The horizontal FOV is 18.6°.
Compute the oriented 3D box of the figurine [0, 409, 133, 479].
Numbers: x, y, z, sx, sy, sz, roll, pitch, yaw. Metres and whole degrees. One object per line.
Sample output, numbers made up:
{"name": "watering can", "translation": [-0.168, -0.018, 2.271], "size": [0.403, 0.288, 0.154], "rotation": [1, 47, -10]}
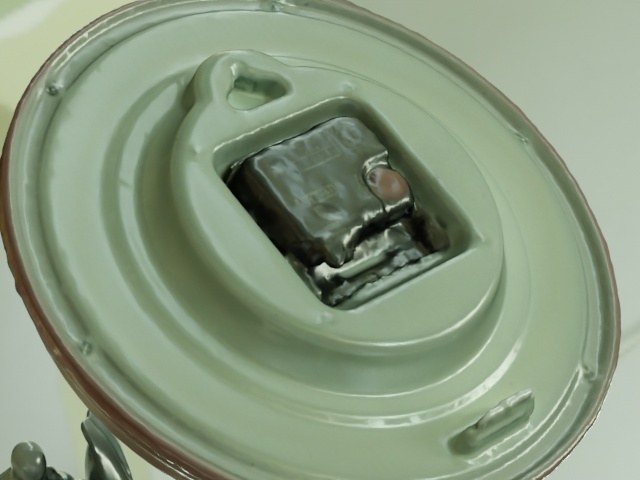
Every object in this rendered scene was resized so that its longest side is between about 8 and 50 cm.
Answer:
{"name": "figurine", "translation": [-0.120, 0.118, 0.824], "size": [0.094, 0.086, 0.082], "rotation": [92, -23, -53]}

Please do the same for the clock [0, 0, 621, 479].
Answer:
{"name": "clock", "translation": [0.000, -0.001, 0.724], "size": [0.244, 0.244, 0.056], "rotation": [67, -32, 30]}
